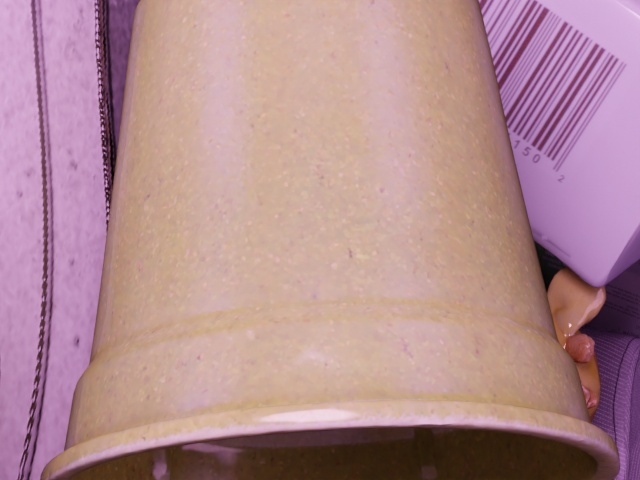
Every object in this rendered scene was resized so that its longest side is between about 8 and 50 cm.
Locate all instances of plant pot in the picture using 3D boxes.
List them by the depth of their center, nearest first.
[{"bbox_3d":[0.000,0.000,0.951,0.276,0.276,0.254,30,53,-58],"label":"plant pot"}]

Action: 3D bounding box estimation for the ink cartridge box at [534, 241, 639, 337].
[{"bbox_3d":[0.262,0.087,1.490,0.093,0.154,0.212,-29,120,-28],"label":"ink cartridge box"}]

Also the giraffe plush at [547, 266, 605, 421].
[{"bbox_3d":[0.100,0.079,1.190,0.210,0.170,0.181,-30,117,-58],"label":"giraffe plush"}]

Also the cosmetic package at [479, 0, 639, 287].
[{"bbox_3d":[0.214,-0.146,1.302,0.453,0.230,0.161,-26,150,-58],"label":"cosmetic package"}]

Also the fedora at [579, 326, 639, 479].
[{"bbox_3d":[0.182,0.155,1.390,0.243,0.124,0.275,22,71,-60],"label":"fedora"}]
